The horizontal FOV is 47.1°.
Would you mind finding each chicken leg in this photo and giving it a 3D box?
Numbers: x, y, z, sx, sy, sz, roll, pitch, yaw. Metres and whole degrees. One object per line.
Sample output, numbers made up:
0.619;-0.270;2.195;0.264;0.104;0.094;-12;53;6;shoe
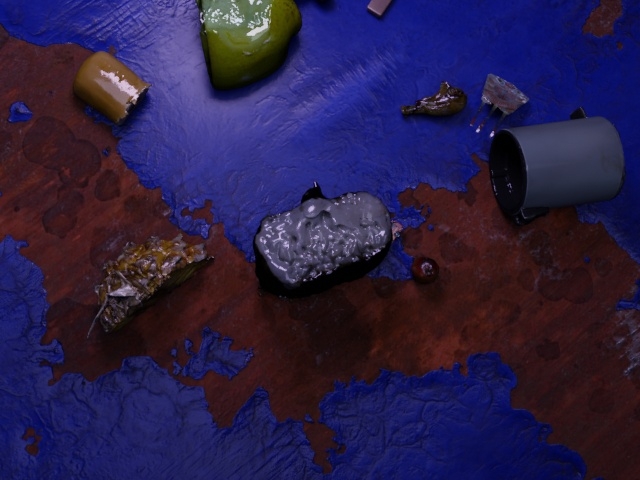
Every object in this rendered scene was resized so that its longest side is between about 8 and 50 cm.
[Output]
0.293;-0.360;1.899;0.178;0.070;0.093;-16;85;1;chicken leg

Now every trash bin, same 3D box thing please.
0.585;-0.188;1.836;0.262;0.217;0.278;-8;79;-9;trash bin

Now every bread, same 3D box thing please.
-0.510;-0.374;1.776;0.173;0.085;0.134;35;80;-3;bread

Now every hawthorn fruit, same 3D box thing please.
0.263;0.074;1.834;0.077;0.077;0.077;1;83;-8;hawthorn fruit

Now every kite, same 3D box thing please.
0.458;-0.345;1.894;0.127;0.016;0.229;29;55;6;kite

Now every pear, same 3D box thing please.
-0.174;-0.525;1.807;0.292;0.159;0.293;1;82;-10;pear

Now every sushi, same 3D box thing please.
0.000;0.000;1.742;0.348;0.207;0.235;-16;70;-10;sushi

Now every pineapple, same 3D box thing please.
-0.420;0.073;1.697;0.334;0.158;0.161;-35;89;-10;pineapple

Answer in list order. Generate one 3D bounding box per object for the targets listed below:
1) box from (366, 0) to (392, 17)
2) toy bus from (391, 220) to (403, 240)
0.169;-0.642;1.932;0.048;0.025;0.115;32;80;2;box
0.165;-0.001;1.851;0.043;0.031;0.110;37;80;5;toy bus
